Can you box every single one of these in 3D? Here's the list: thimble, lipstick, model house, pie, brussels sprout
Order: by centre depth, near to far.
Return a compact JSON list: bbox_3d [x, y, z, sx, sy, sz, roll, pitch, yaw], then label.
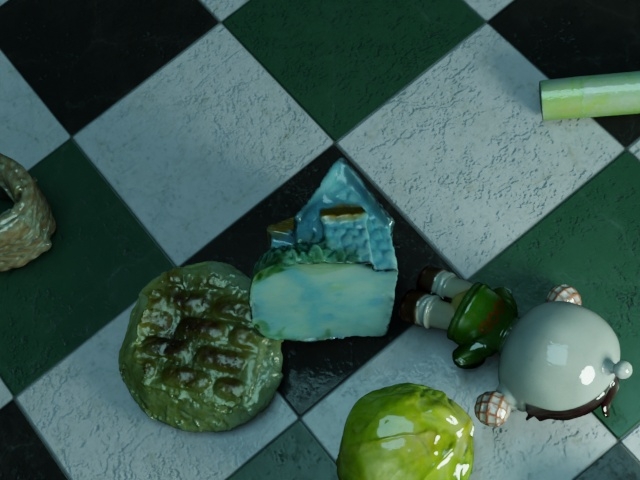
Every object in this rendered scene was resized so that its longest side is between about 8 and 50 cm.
[{"bbox_3d":[0.127,0.320,1.811,0.223,0.161,0.223,-6,68,17],"label":"brussels sprout"},{"bbox_3d":[0.000,0.000,1.901,0.226,0.261,0.241,0,60,-3],"label":"model house"},{"bbox_3d":[-0.200,0.173,1.993,0.306,0.071,0.306,-5,65,11],"label":"pie"},{"bbox_3d":[0.522,-0.247,2.024,0.304,0.076,0.076,-4,66,9],"label":"lipstick"},{"bbox_3d":[-0.592,-0.051,2.130,0.229,0.148,0.196,-2,64,8],"label":"thimble"}]

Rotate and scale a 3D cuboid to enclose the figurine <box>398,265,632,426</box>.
[{"bbox_3d":[0.301,0.152,1.851,0.370,0.167,0.281,26,60,26],"label":"figurine"}]

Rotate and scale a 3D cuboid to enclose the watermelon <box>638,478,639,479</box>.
[{"bbox_3d":[0.467,0.482,1.712,0.226,0.148,0.318,1,80,31],"label":"watermelon"}]
